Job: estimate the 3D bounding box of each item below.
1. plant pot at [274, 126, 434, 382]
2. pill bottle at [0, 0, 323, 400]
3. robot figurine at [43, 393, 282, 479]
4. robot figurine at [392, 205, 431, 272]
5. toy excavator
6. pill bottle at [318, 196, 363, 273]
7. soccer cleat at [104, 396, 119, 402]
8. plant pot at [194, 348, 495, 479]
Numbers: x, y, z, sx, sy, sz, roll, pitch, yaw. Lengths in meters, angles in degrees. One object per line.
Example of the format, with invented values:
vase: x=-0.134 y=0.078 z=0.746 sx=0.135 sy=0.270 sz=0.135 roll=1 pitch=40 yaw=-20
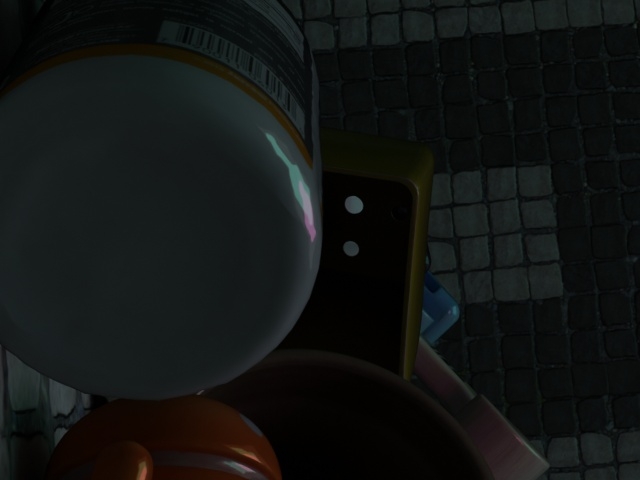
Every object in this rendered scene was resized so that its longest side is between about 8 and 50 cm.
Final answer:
plant pot: x=0.000 y=0.000 z=1.199 sx=0.187 sy=0.212 sz=0.212 roll=-49 pitch=145 yaw=-61
pill bottle: x=-0.080 y=-0.055 z=0.694 sx=0.278 sy=0.162 sz=0.162 roll=-92 pitch=177 yaw=-64
robot figurine: x=-0.077 y=0.168 z=0.679 sx=0.158 sy=0.128 sz=0.219 roll=25 pitch=46 yaw=-36
robot figurine: x=-0.003 y=0.015 z=1.607 sx=0.173 sy=0.209 sz=0.278 roll=-42 pitch=-134 yaw=44
toy excavator: x=0.106 y=0.117 z=1.787 sx=0.445 sy=0.222 sz=0.433 roll=45 pitch=4 yaw=0
pill bottle: x=-0.010 y=0.112 z=1.409 sx=0.181 sy=0.182 sz=0.322 roll=-17 pitch=109 yaw=-88
soccer cleat: x=-0.100 y=0.138 z=0.866 sx=0.068 sy=0.076 sz=0.196 roll=83 pitch=3 yaw=-58
plant pot: x=-0.020 y=0.249 z=0.997 sx=0.229 sy=0.263 sz=0.263 roll=108 pitch=-17 yaw=-47
